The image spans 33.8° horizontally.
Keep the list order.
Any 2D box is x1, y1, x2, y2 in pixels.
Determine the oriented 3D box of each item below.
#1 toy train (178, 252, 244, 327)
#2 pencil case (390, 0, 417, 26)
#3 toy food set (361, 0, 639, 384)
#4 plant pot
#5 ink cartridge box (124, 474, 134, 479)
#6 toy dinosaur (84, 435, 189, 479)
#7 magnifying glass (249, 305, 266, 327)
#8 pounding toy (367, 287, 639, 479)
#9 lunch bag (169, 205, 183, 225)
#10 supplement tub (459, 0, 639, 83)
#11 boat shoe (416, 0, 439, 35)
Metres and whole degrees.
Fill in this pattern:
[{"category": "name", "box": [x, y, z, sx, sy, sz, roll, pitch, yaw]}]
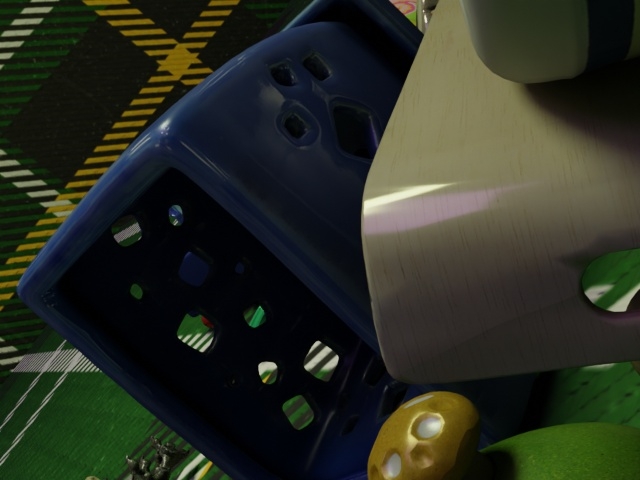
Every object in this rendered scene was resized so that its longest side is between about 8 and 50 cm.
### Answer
[{"category": "toy train", "box": [-0.065, -0.013, 1.136, 0.248, 0.105, 0.143, -35, 8, 48]}, {"category": "pencil case", "box": [0.090, -0.193, 1.051, 0.124, 0.124, 0.284, -43, 17, 30]}, {"category": "toy food set", "box": [0.155, -0.058, 0.455, 0.220, 0.092, 0.306, -10, 28, 21]}, {"category": "plant pot", "box": [0.000, 0.000, 0.626, 0.236, 0.236, 0.212, -34, 16, 51]}, {"category": "ink cartridge box", "box": [-0.139, 0.303, 0.491, 0.309, 0.130, 0.272, -50, 13, 5]}, {"category": "toy dinosaur", "box": [-0.156, 0.229, 0.869, 0.118, 0.064, 0.268, -66, 15, 1]}, {"category": "magnifying glass", "box": [-0.016, 0.024, 1.026, 0.092, 0.026, 0.231, -39, 21, 41]}, {"category": "pounding toy", "box": [0.065, 0.106, 0.389, 0.237, 0.110, 0.183, -47, 15, 18]}, {"category": "lunch bag", "box": [-0.073, -0.142, 1.459, 0.293, 0.138, 0.221, -29, 22, 28]}, {"category": "supplement tub", "box": [0.181, -0.204, 0.342, 0.325, 0.235, 0.235, -16, 23, 10]}, {"category": "boat shoe", "box": [0.163, -0.244, 0.938, 0.130, 0.132, 0.355, 97, -168, -55]}]
